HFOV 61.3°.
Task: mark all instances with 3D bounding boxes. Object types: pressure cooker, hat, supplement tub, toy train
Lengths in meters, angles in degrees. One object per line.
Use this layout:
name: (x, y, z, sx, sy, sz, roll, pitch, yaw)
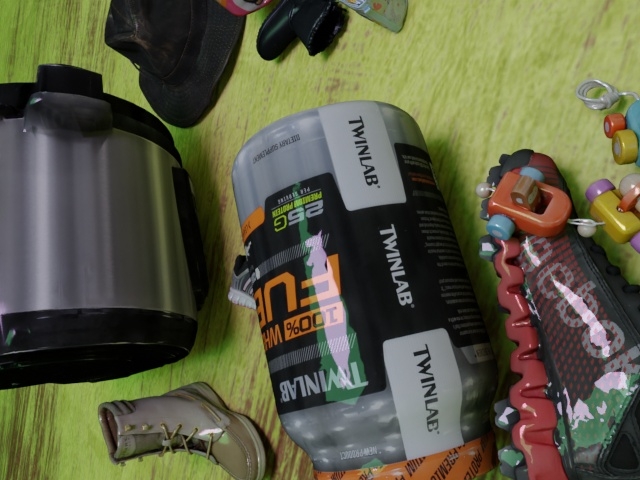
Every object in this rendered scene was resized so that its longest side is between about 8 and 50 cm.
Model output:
pressure cooker: (-0.368, -0.021, 0.760, 0.370, 0.375, 0.419, -15, 71, 14)
hat: (-0.266, -0.353, 0.864, 0.332, 0.134, 0.330, -5, 83, 44)
supplement tub: (0.039, 0.053, 0.491, 0.194, 0.194, 0.315, -29, 67, 40)
toy train: (0.196, -0.060, 0.381, 0.125, 0.046, 0.166, 32, 74, 27)

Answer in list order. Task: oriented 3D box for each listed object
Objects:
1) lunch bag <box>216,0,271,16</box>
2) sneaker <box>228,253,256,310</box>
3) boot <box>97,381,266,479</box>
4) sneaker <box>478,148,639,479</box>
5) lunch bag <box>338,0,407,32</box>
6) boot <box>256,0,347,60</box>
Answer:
lunch bag: (-0.053, -0.454, 0.663, 0.293, 0.120, 0.258, -29, 54, 38)
sneaker: (-0.061, 0.049, 0.680, 0.171, 0.063, 0.074, 4, 96, 50)
boot: (-0.187, 0.265, 0.718, 0.213, 0.165, 0.077, 24, 105, 45)
sneaker: (0.197, 0.053, 0.406, 0.135, 0.098, 0.275, -11, 69, 27)
lunch bag: (0.053, -0.270, 0.583, 0.053, 0.071, 0.083, -29, 68, 39)
boot: (-0.026, -0.263, 0.679, 0.121, 0.045, 0.099, -52, 51, 22)
